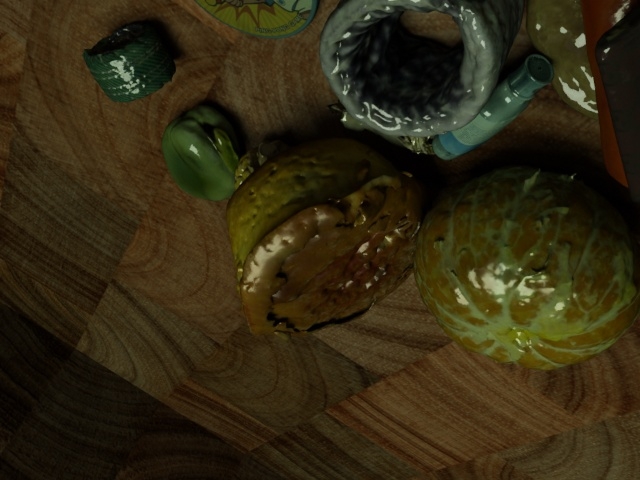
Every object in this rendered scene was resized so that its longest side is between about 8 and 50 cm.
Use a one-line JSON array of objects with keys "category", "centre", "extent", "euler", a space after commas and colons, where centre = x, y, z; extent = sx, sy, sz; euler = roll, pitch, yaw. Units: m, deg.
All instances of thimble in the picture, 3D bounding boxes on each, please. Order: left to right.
[{"category": "thimble", "centre": [-0.305, -0.286, 1.275], "extent": [0.135, 0.118, 0.090], "euler": [17, 143, 46]}, {"category": "thimble", "centre": [0.126, -0.255, 0.965], "extent": [0.217, 0.157, 0.245], "euler": [30, 148, -7]}]

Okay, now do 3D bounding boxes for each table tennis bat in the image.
[{"category": "table tennis bat", "centre": [-0.142, -0.400, 1.075], "extent": [0.329, 0.044, 0.215], "euler": [37, 147, -15]}]

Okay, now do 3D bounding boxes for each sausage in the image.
[{"category": "sausage", "centre": [0.350, -0.175, 0.882], "extent": [0.089, 0.083, 0.300], "euler": [22, 150, 44]}]

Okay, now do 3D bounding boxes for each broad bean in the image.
[{"category": "broad bean", "centre": [-0.208, -0.149, 1.415], "extent": [0.169, 0.100, 0.228], "euler": [46, 156, -11]}]

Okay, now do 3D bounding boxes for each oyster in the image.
[{"category": "oyster", "centre": [0.113, -0.176, 1.169], "extent": [0.191, 0.081, 0.163], "euler": [30, 174, -29]}]

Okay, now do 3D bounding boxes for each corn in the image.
[{"category": "corn", "centre": [-0.085, -0.053, 1.418], "extent": [0.130, 0.130, 0.347], "euler": [21, 150, 12]}]

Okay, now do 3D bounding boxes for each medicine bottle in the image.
[{"category": "medicine bottle", "centre": [0.227, -0.173, 1.048], "extent": [0.054, 0.090, 0.208], "euler": [60, 151, 8]}]

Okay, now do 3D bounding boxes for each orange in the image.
[{"category": "orange", "centre": [0.299, 0.041, 1.149], "extent": [0.329, 0.249, 0.329], "euler": [22, 154, 11]}]

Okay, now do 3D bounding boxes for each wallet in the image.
[{"category": "wallet", "centre": [0.378, -0.161, 0.820], "extent": [0.229, 0.182, 0.049], "euler": [55, 178, -37]}]

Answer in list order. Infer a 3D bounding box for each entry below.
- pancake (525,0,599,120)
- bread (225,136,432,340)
[{"category": "pancake", "centre": [0.376, -0.233, 0.904], "extent": [0.294, 0.049, 0.294], "euler": [20, 147, 13]}, {"category": "bread", "centre": [0.001, -0.002, 1.247], "extent": [0.204, 0.337, 0.358], "euler": [53, 159, 27]}]
